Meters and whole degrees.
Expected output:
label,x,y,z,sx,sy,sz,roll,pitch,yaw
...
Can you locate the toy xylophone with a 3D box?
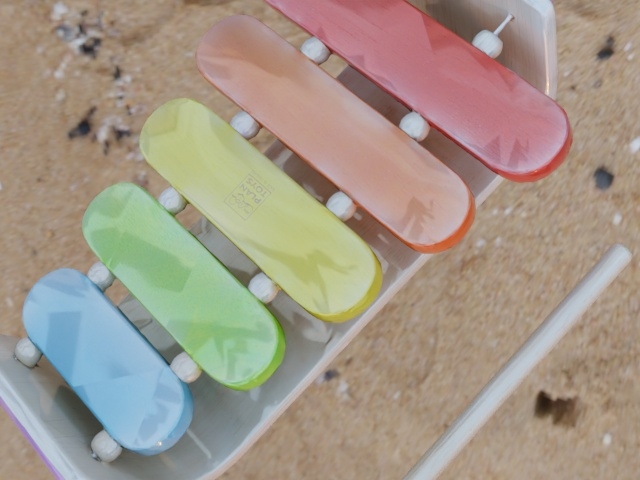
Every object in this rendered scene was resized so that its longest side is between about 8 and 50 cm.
label,x,y,z,sx,sy,sz,roll,pitch,yaw
toy xylophone,0.000,0.000,0.594,0.236,0.081,0.323,32,82,32
